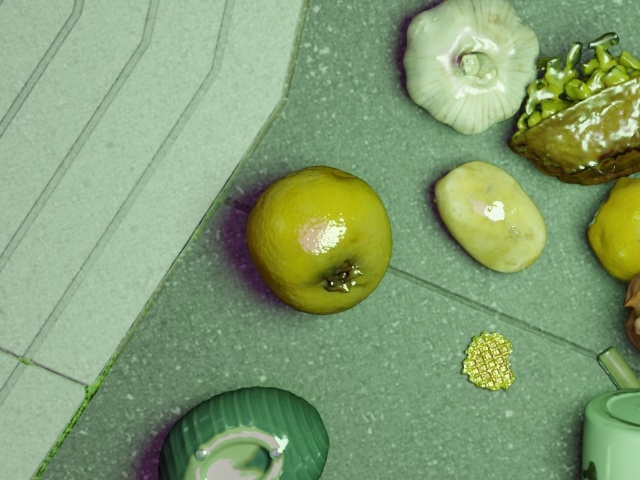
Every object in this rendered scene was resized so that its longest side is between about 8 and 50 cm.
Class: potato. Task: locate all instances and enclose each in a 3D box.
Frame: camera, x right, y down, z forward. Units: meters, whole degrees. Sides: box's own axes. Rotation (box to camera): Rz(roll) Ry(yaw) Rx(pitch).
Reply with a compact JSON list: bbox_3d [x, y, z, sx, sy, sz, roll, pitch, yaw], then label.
[{"bbox_3d":[0.241,-0.034,1.722,0.178,0.109,0.118,47,69,-3],"label":"potato"}]

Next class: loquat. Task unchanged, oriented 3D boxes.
[{"bbox_3d":[0.000,0.000,1.687,0.208,0.208,0.208,0,89,2],"label":"loquat"}]

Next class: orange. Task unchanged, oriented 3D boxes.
[{"bbox_3d":[0.443,-0.018,1.696,0.134,0.156,0.156,23,90,7],"label":"orange"}]

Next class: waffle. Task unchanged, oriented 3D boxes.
[{"bbox_3d":[0.245,0.173,1.764,0.078,0.016,0.085,9,89,2],"label":"waffle"}]

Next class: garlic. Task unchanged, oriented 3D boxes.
[{"bbox_3d":[0.204,-0.251,1.669,0.199,0.226,0.199,0,93,6],"label":"garlic"}]

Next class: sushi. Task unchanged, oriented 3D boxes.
[{"bbox_3d":[0.405,-0.179,1.691,0.296,0.167,0.179,-18,75,22],"label":"sushi"}]

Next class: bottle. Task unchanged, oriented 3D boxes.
[{"bbox_3d":[0.445,0.394,1.656,0.229,0.229,0.351,2,101,2],"label":"bottle"}]

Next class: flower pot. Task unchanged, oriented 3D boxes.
[{"bbox_3d":[-0.108,0.303,1.707,0.243,0.157,0.189,-24,90,4],"label":"flower pot"}]

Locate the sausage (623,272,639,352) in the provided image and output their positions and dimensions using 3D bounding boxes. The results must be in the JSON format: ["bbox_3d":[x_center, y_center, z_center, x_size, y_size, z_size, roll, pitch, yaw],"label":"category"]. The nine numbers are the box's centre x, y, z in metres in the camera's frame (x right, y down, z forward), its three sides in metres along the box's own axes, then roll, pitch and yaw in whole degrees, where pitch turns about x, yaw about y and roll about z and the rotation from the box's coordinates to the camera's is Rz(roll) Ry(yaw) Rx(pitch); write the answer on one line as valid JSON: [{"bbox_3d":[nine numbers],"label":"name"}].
[{"bbox_3d":[0.519,0.125,1.649,0.280,0.152,0.152,25,90,-34],"label":"sausage"}]

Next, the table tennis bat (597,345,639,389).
[{"bbox_3d":[0.478,0.259,1.752,0.138,0.022,0.246,-36,89,2],"label":"table tennis bat"}]
